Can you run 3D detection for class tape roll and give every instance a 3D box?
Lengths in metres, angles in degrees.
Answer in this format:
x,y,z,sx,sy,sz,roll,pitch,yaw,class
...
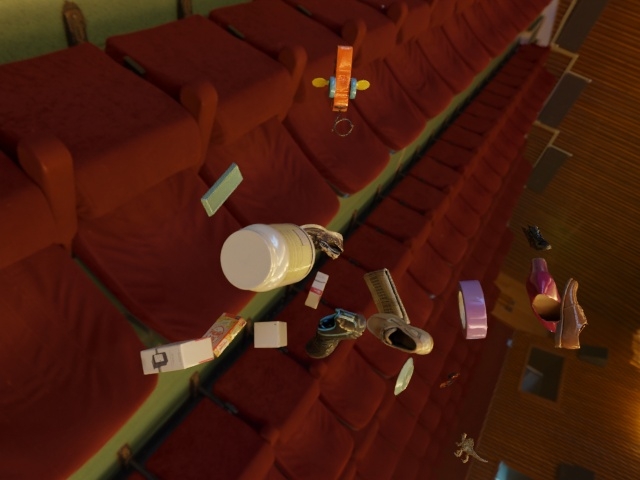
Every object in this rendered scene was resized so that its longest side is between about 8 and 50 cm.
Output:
x,y,z,sx,sy,sz,roll,pitch,yaw,class
0.717,0.328,2.107,0.275,0.090,0.275,-5,90,-80,tape roll

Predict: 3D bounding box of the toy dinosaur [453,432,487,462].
x,y,z,sx,sy,sz,roll,pitch,yaw,class
0.596,0.854,1.804,0.092,0.053,0.183,-50,-166,4,toy dinosaur

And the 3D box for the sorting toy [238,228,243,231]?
x,y,z,sx,sy,sz,roll,pitch,yaw,class
-0.274,0.104,2.034,0.041,0.307,0.229,-19,132,-65,sorting toy

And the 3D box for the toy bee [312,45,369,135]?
x,y,z,sx,sy,sz,roll,pitch,yaw,class
0.060,-0.537,1.607,0.162,0.195,0.298,-134,-112,-81,toy bee

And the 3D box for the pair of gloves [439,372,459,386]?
x,y,z,sx,sy,sz,roll,pitch,yaw,class
0.525,0.566,1.800,0.083,0.010,0.074,-37,172,-28,pair of gloves

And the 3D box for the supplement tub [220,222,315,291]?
x,y,z,sx,sy,sz,roll,pitch,yaw,class
-0.182,0.056,1.594,0.235,0.235,0.325,-62,161,13,supplement tub

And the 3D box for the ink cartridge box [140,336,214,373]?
x,y,z,sx,sy,sz,roll,pitch,yaw,class
-0.592,0.474,1.826,0.172,0.237,0.100,1,76,-61,ink cartridge box

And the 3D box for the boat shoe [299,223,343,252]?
x,y,z,sx,sy,sz,roll,pitch,yaw,class
0.000,0.000,2.040,0.285,0.092,0.103,15,132,-41,boat shoe

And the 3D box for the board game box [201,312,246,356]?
x,y,z,sx,sy,sz,roll,pitch,yaw,class
-0.442,0.415,1.970,0.193,0.147,0.045,-51,123,-31,board game box

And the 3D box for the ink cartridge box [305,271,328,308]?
x,y,z,sx,sy,sz,roll,pitch,yaw,class
-0.016,0.224,2.008,0.135,0.056,0.099,-65,175,-47,ink cartridge box

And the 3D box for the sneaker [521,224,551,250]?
x,y,z,sx,sy,sz,roll,pitch,yaw,class
0.828,-0.014,1.702,0.051,0.089,0.170,-16,-176,7,sneaker

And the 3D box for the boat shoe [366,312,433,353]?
x,y,z,sx,sy,sz,roll,pitch,yaw,class
0.305,0.384,1.857,0.110,0.341,0.122,6,92,-40,boat shoe

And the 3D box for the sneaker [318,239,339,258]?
x,y,z,sx,sy,sz,roll,pitch,yaw,class
0.032,0.042,1.939,0.040,0.109,0.044,-40,163,-40,sneaker

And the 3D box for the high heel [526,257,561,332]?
x,y,z,sx,sy,sz,roll,pitch,yaw,class
0.837,0.256,1.641,0.127,0.377,0.181,-16,-149,33,high heel

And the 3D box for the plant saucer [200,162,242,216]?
x,y,z,sx,sy,sz,roll,pitch,yaw,class
-0.295,-0.157,1.349,0.192,0.018,0.067,-60,145,-39,plant saucer

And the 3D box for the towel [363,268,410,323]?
x,y,z,sx,sy,sz,roll,pitch,yaw,class
0.351,0.321,2.436,0.056,0.324,0.312,-22,177,-19,towel

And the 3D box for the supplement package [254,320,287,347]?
x,y,z,sx,sy,sz,roll,pitch,yaw,class
-0.209,0.398,1.873,0.179,0.105,0.105,64,24,-76,supplement package

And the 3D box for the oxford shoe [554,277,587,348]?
x,y,z,sx,sy,sz,roll,pitch,yaw,class
0.732,0.212,1.281,0.076,0.076,0.212,36,64,-50,oxford shoe

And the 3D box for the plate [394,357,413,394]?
x,y,z,sx,sy,sz,roll,pitch,yaw,class
0.399,0.640,2.073,0.188,0.024,0.188,-39,139,-44,plate

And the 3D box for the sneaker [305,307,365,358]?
x,y,z,sx,sy,sz,roll,pitch,yaw,class
0.029,0.367,1.795,0.341,0.139,0.125,-42,-150,36,sneaker
